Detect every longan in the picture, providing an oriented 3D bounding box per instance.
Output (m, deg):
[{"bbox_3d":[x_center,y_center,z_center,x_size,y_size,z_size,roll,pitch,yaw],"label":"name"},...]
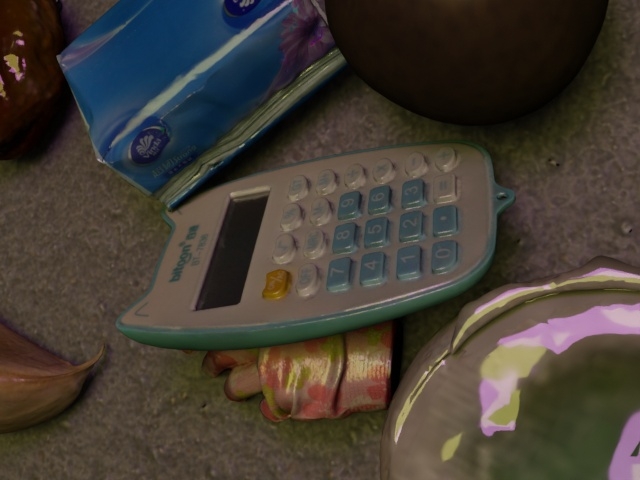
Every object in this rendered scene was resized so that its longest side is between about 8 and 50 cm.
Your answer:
[{"bbox_3d":[0.135,-0.229,0.843,0.258,0.258,0.257,-3,80,19],"label":"longan"}]

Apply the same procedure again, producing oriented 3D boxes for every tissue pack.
[{"bbox_3d":[-0.128,-0.199,0.968,0.263,0.146,0.198,-37,55,9],"label":"tissue pack"}]

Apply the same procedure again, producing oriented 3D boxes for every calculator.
[{"bbox_3d":[0.000,0.000,0.889,0.387,0.054,0.256,-13,37,19],"label":"calculator"}]

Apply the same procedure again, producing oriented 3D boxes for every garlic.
[{"bbox_3d":[-0.387,0.142,1.043,0.245,0.145,0.164,21,58,19],"label":"garlic"}]

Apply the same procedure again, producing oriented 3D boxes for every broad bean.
[{"bbox_3d":[-0.381,-0.211,1.091,0.156,0.122,0.228,-9,73,33],"label":"broad bean"}]

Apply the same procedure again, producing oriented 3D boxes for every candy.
[{"bbox_3d":[0.255,0.206,0.763,0.427,0.186,0.386,18,79,23],"label":"candy"}]

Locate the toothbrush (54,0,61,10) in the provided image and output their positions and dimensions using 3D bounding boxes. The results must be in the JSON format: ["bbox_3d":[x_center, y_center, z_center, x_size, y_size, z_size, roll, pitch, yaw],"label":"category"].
[{"bbox_3d":[-0.469,-0.281,1.182,0.298,0.030,0.030,-7,70,17],"label":"toothbrush"}]

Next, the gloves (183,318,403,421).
[{"bbox_3d":[-0.040,0.111,0.921,0.241,0.126,0.145,2,85,13],"label":"gloves"}]
